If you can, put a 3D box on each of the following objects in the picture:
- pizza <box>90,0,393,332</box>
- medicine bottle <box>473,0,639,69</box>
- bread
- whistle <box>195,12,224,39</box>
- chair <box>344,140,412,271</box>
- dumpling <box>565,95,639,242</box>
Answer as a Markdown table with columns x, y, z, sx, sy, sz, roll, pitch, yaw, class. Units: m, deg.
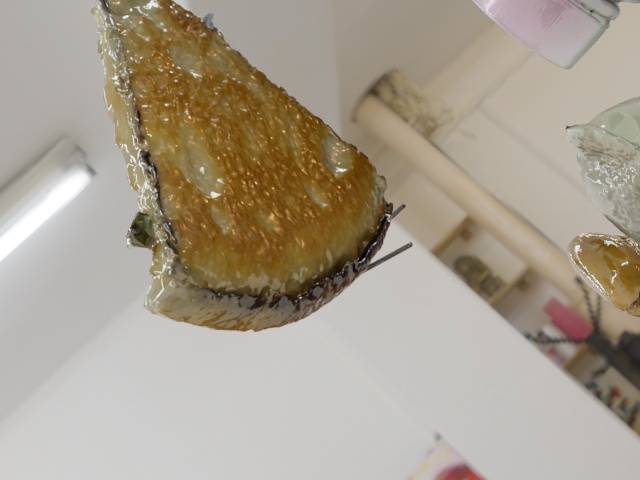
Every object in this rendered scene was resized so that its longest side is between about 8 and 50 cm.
| x | y | z | sx | sy | sz | roll | pitch | yaw | class |
| --- | --- | --- | --- | --- | --- | --- | --- | --- | --- |
| -0.089 | -0.044 | 1.201 | 0.080 | 0.435 | 0.392 | -38 | 28 | 32 | pizza |
| 0.376 | -0.430 | 1.657 | 0.325 | 0.256 | 0.256 | -51 | -17 | 20 | medicine bottle |
| 0.371 | 0.034 | 1.455 | 0.077 | 0.114 | 0.189 | -58 | 14 | 10 | bread |
| -0.147 | -0.279 | 1.594 | 0.033 | 0.029 | 0.083 | -20 | -34 | 10 | whistle |
| 0.000 | 0.000 | 1.864 | 0.247 | 0.159 | 0.172 | -36 | 26 | 19 | chair |
| 0.387 | -0.056 | 1.257 | 0.243 | 0.227 | 0.175 | -19 | -55 | -33 | dumpling |
